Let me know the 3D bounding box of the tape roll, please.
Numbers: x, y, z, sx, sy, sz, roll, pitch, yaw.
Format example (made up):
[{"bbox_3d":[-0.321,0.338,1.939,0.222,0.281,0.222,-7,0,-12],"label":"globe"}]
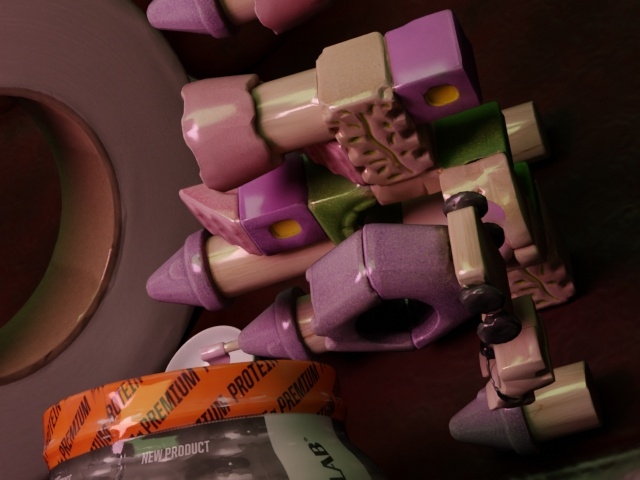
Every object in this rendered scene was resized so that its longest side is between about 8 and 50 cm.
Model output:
[{"bbox_3d":[-0.240,-0.006,1.142,0.072,0.392,0.392,16,71,44],"label":"tape roll"}]

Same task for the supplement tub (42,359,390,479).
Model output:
[{"bbox_3d":[-0.043,0.243,0.863,0.207,0.207,0.338,-17,75,29],"label":"supplement tub"}]

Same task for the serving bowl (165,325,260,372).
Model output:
[{"bbox_3d":[-0.074,0.104,1.193,0.083,0.027,0.083,-21,48,26],"label":"serving bowl"}]

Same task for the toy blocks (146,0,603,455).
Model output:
[{"bbox_3d":[0.000,0.000,1.013,0.260,0.288,0.309,-16,53,15],"label":"toy blocks"}]
